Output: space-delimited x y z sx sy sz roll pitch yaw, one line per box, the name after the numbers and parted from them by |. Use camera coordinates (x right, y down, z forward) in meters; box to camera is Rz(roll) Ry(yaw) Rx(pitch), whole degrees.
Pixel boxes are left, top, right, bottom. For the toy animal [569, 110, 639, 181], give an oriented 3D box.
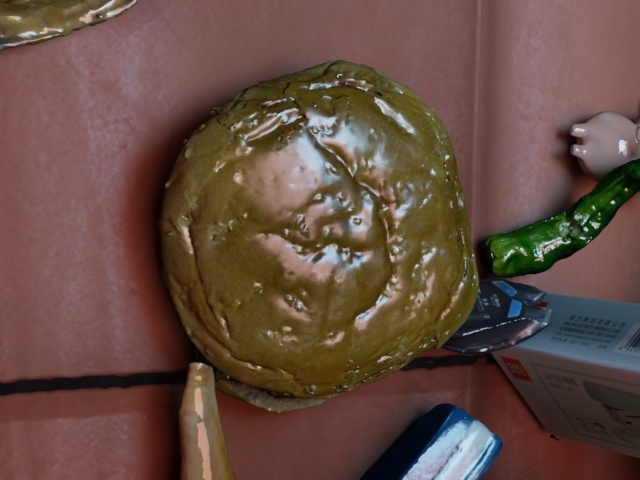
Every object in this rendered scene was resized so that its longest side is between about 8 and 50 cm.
0.307 -0.094 1.241 0.150 0.089 0.083 1 124 -30 | toy animal

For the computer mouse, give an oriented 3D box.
0.147 0.072 1.170 0.135 0.079 0.047 -8 130 -6 | computer mouse

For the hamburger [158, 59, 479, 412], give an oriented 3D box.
0.002 0.000 1.059 0.265 0.134 0.285 -24 103 -25 | hamburger

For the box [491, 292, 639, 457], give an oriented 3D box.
0.277 0.127 1.133 0.079 0.269 0.135 -45 113 -21 | box

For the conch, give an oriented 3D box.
-0.091 0.264 1.043 0.109 0.093 0.331 -1 105 -18 | conch

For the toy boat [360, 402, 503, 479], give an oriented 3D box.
0.040 0.267 1.126 0.062 0.096 0.299 46 77 -11 | toy boat

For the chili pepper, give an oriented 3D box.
0.237 -0.017 1.194 0.182 0.050 0.073 -35 147 9 | chili pepper

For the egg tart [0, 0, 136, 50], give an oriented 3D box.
-0.223 -0.307 0.924 0.341 0.129 0.341 -3 97 -28 | egg tart
